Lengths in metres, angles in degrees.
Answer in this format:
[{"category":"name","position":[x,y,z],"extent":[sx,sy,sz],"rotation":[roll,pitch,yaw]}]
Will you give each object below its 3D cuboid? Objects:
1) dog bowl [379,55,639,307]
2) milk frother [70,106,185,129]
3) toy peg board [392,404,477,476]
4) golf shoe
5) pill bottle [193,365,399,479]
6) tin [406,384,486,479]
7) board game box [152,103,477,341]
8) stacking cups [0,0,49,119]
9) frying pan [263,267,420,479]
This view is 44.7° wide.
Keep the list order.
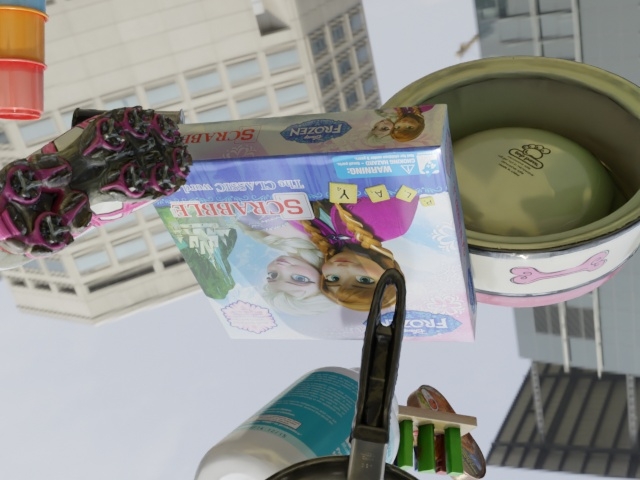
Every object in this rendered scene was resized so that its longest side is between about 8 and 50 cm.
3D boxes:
[{"category":"dog bowl","position":[0.265,-0.081,1.070],"extent":[0.408,0.150,0.408],"rotation":[-6,-136,6]},{"category":"milk frother","position":[-0.242,-0.091,0.983],"extent":[0.135,0.143,0.129],"rotation":[0,-158,-3]},{"category":"toy peg board","position":[0.117,0.301,1.112],"extent":[0.161,0.160,0.079],"rotation":[12,-122,-15]},{"category":"golf shoe","position":[-0.160,-0.037,0.504],"extent":[0.086,0.067,0.186],"rotation":[-17,-168,35]},{"category":"pill bottle","position":[-0.007,0.227,0.835],"extent":[0.146,0.146,0.264],"rotation":[1,-165,28]},{"category":"tin","position":[0.223,0.346,1.385],"extent":[0.040,0.189,0.106],"rotation":[-40,165,23]},{"category":"board game box","position":[0.000,0.000,0.865],"extent":[0.319,0.318,0.066],"rotation":[-2,-131,18]},{"category":"stacking cups","position":[-0.373,-0.309,0.950],"extent":[0.096,0.316,0.096],"rotation":[-3,179,0]},{"category":"frying pan","position":[0.050,0.194,0.543],"extent":[0.197,0.053,0.326],"rotation":[31,-104,9]}]
